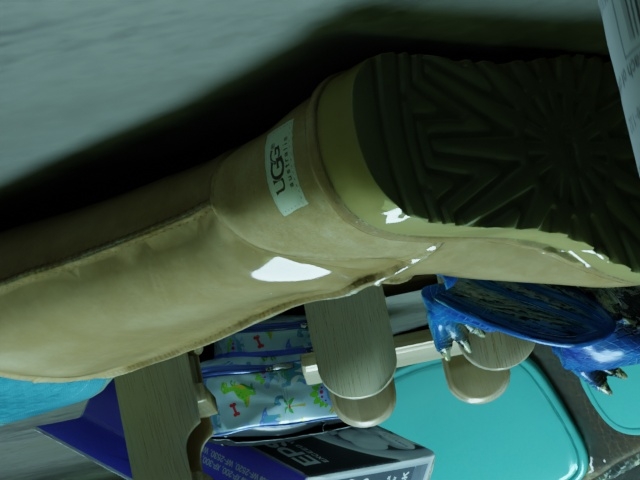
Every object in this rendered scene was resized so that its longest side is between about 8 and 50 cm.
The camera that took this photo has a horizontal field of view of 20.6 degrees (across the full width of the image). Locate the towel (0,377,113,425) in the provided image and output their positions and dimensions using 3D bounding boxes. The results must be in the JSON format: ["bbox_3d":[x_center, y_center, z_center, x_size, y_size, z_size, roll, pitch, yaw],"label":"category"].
[{"bbox_3d":[-0.329,0.098,1.017,0.271,0.040,0.370,-19,165,30],"label":"towel"}]

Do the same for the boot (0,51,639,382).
[{"bbox_3d":[0.000,0.000,0.746,0.236,0.089,0.269,11,157,-40],"label":"boot"}]

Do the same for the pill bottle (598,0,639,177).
[{"bbox_3d":[0.143,-0.013,0.414,0.131,0.229,0.131,-11,170,-2],"label":"pill bottle"}]

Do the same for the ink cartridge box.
[{"bbox_3d":[-0.060,0.143,1.260,0.206,0.045,0.208,21,-165,36],"label":"ink cartridge box"}]

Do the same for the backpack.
[{"bbox_3d":[-0.036,0.093,1.174,0.114,0.084,0.105,-8,175,-17],"label":"backpack"}]

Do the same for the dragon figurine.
[{"bbox_3d":[0.102,0.014,0.844,0.289,0.085,0.144,20,167,1],"label":"dragon figurine"}]

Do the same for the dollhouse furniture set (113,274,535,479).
[{"bbox_3d":[0.011,0.093,1.016,0.242,0.161,0.212,-12,169,0],"label":"dollhouse furniture set"}]

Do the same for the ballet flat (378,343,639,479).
[{"bbox_3d":[0.223,0.101,1.386,0.483,0.164,0.182,-23,-172,42],"label":"ballet flat"}]
